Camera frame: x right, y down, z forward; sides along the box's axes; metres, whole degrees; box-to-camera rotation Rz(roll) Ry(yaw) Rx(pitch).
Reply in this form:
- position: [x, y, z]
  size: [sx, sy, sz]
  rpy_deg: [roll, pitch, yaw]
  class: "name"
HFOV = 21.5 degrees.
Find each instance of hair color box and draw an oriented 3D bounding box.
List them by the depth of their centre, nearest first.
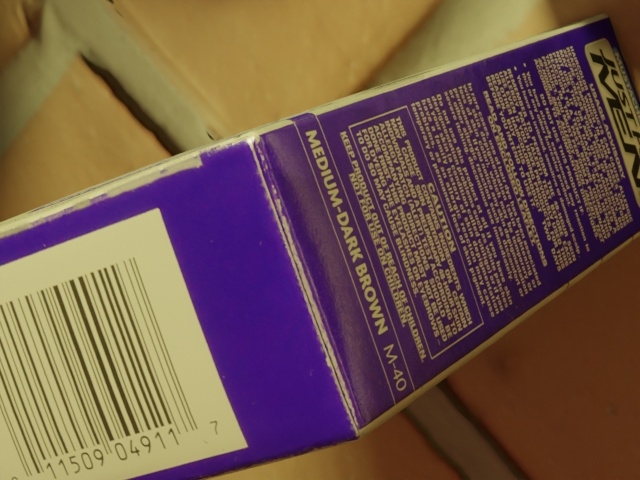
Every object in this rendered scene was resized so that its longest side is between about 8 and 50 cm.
- position: [0.000, 0.000, 0.686]
  size: [0.185, 0.339, 0.110]
  rpy_deg: [-18, 92, 30]
  class: "hair color box"
